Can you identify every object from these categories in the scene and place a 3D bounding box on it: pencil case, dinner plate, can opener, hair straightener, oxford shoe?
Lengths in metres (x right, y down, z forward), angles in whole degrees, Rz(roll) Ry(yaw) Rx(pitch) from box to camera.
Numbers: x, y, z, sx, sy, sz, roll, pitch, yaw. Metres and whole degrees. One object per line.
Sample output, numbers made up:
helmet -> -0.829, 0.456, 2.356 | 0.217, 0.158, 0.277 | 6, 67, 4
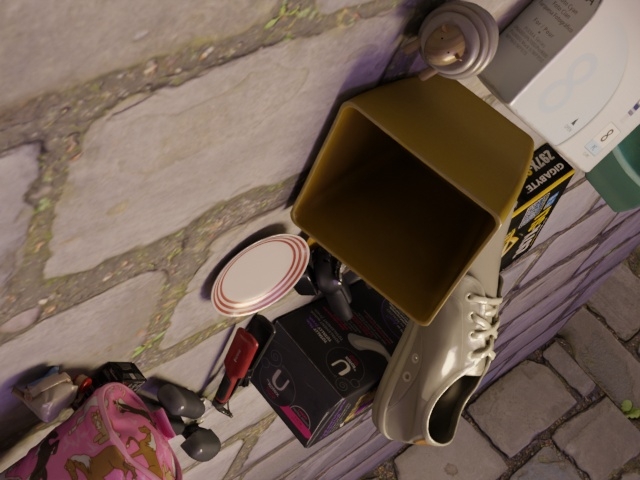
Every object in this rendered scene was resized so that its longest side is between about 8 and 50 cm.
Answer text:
pencil case -> -0.339, 0.328, 1.226 | 0.386, 0.167, 0.160 | -38, 119, 6
dinner plate -> -0.077, 0.041, 1.325 | 0.141, 0.017, 0.141 | -25, 146, -18
can opener -> -0.188, 0.267, 1.536 | 0.076, 0.095, 0.283 | -40, 169, -5
can opener -> 0.015, 0.060, 1.455 | 0.073, 0.059, 0.186 | -1, 159, 17
hair straightener -> -0.106, 0.188, 1.579 | 0.089, 0.047, 0.230 | -36, 156, -41
oxford shoe -> 0.213, 0.112, 1.581 | 0.169, 0.130, 0.449 | 3, 110, -53

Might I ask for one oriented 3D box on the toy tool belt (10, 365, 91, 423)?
toy tool belt -> -0.295, 0.160, 1.165 | 0.083, 0.051, 0.052 | -35, 150, -59

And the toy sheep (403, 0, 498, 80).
toy sheep -> 0.145, -0.211, 1.121 | 0.091, 0.091, 0.132 | -54, 172, 35

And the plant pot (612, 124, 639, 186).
plant pot -> 0.707, -0.266, 1.797 | 0.334, 0.341, 0.341 | -37, 163, -38

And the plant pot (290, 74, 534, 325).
plant pot -> 0.126, -0.071, 1.240 | 0.187, 0.212, 0.212 | -43, 168, -40

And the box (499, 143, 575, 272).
box -> 0.312, -0.010, 1.950 | 0.257, 0.079, 0.322 | -36, 162, -21

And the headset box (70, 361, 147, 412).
headset box -> -0.262, 0.188, 1.303 | 0.083, 0.032, 0.062 | -43, 162, 10

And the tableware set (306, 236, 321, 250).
tableware set -> 0.000, 0.000, 1.421 | 0.154, 0.024, 0.104 | -32, 157, -22

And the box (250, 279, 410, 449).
box -> 0.040, 0.185, 1.699 | 0.270, 0.165, 0.143 | -21, 152, -46

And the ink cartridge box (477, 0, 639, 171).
ink cartridge box -> 0.412, -0.283, 1.374 | 0.385, 0.091, 0.308 | -44, 148, 15

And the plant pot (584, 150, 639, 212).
plant pot -> 0.652, -0.164, 2.156 | 0.165, 0.165, 0.234 | -33, 169, -25

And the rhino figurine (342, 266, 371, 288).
rhino figurine -> 0.124, -0.004, 1.583 | 0.243, 0.073, 0.106 | -32, 157, -23
